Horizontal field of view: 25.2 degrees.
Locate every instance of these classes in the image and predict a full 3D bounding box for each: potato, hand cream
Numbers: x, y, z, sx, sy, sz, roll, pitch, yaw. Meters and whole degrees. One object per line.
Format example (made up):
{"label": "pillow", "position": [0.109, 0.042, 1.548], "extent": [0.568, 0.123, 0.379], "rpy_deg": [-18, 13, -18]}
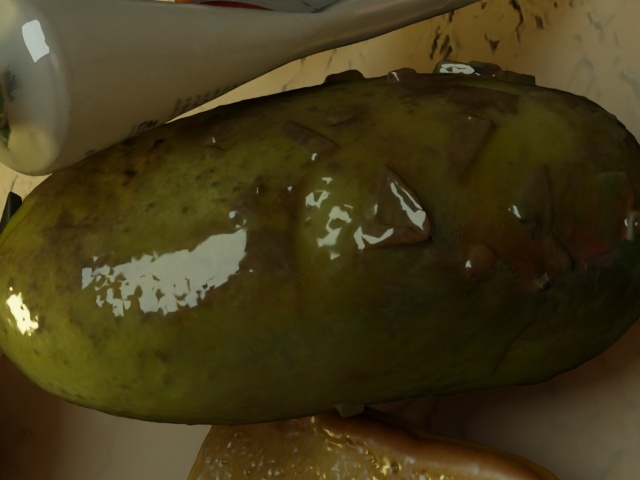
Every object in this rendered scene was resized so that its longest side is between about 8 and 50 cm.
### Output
{"label": "potato", "position": [0.000, 0.000, 0.616], "extent": [0.298, 0.176, 0.141], "rpy_deg": [-6, 103, -1]}
{"label": "hand cream", "position": [-0.032, -0.096, 0.643], "extent": [0.121, 0.336, 0.076], "rpy_deg": [4, 109, 46]}

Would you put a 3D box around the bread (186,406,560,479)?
{"label": "bread", "position": [0.023, 0.135, 0.631], "extent": [0.200, 0.077, 0.116], "rpy_deg": [15, 78, 41]}

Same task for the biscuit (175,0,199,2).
{"label": "biscuit", "position": [-0.023, -0.285, 0.721], "extent": [0.318, 0.312, 0.110], "rpy_deg": [-27, 26, 21]}

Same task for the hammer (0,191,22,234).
{"label": "hammer", "position": [-0.275, 0.013, 0.978], "extent": [0.199, 0.013, 0.062], "rpy_deg": [-11, 63, 35]}
